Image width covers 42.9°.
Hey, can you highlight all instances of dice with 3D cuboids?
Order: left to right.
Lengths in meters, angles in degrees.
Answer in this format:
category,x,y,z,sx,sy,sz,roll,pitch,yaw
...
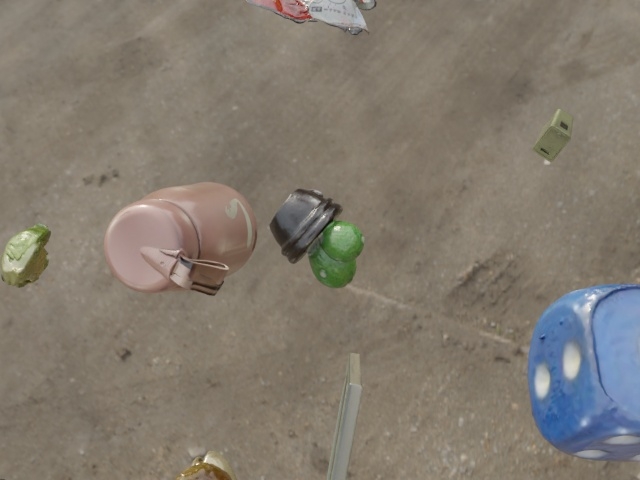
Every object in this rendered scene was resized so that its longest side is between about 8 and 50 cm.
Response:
category,x,y,z,sx,sy,sz,roll,pitch,yaw
dice,0.285,0.128,0.769,0.147,0.146,0.143,7,66,-11

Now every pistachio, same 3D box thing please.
category,x,y,z,sx,sy,sz,roll,pitch,yaw
pistachio,-0.210,0.521,1.655,0.125,0.124,0.184,-15,68,-1

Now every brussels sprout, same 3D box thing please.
category,x,y,z,sx,sy,sz,roll,pitch,yaw
brussels sprout,-0.671,0.032,1.853,0.101,0.139,0.181,34,27,-1

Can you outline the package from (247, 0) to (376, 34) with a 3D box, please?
category,x,y,z,sx,sy,sz,roll,pitch,yaw
package,-0.013,-0.518,1.744,0.270,0.071,0.194,14,44,-3

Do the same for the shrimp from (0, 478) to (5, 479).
category,x,y,z,sx,sy,sz,roll,pitch,yaw
shrimp,-0.843,0.506,1.601,0.085,0.445,0.272,37,108,40

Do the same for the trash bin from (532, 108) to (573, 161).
category,x,y,z,sx,sy,sz,roll,pitch,yaw
trash bin,0.417,-0.191,1.454,0.043,0.061,0.092,33,37,1

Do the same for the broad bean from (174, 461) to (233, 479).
category,x,y,z,sx,sy,sz,roll,pitch,yaw
broad bean,-0.183,0.481,1.327,0.156,0.122,0.228,-13,79,-31

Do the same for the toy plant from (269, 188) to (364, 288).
category,x,y,z,sx,sy,sz,roll,pitch,yaw
toy plant,0.000,0.000,1.891,0.235,0.218,0.175,41,63,3

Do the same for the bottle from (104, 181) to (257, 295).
category,x,y,z,sx,sy,sz,roll,pitch,yaw
bottle,-0.209,0.003,1.308,0.207,0.297,0.173,30,101,10

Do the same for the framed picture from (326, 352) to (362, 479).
category,x,y,z,sx,sy,sz,roll,pitch,yaw
framed picture,0.016,0.293,0.983,0.020,0.211,0.289,10,92,1
